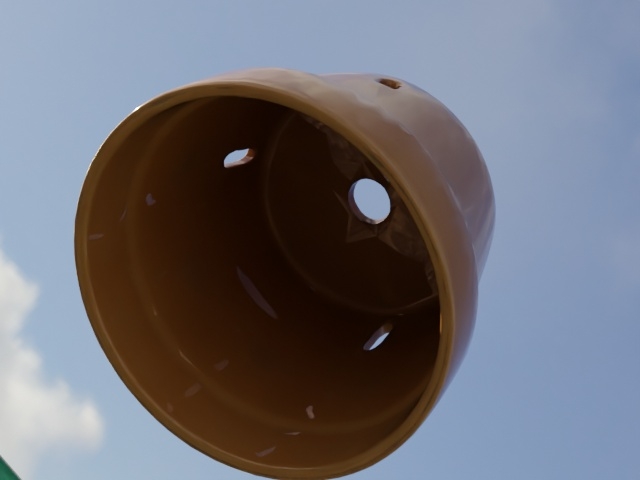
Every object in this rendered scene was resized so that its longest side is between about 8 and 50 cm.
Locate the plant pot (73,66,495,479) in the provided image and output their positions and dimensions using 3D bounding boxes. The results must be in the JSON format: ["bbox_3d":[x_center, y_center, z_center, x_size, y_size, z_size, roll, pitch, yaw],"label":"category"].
[{"bbox_3d":[0.000,0.000,1.270,0.291,0.203,0.290,11,-65,25],"label":"plant pot"}]

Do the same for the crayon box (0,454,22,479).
[{"bbox_3d":[-0.110,0.178,0.729,0.278,0.081,0.165,53,-14,-14],"label":"crayon box"}]
